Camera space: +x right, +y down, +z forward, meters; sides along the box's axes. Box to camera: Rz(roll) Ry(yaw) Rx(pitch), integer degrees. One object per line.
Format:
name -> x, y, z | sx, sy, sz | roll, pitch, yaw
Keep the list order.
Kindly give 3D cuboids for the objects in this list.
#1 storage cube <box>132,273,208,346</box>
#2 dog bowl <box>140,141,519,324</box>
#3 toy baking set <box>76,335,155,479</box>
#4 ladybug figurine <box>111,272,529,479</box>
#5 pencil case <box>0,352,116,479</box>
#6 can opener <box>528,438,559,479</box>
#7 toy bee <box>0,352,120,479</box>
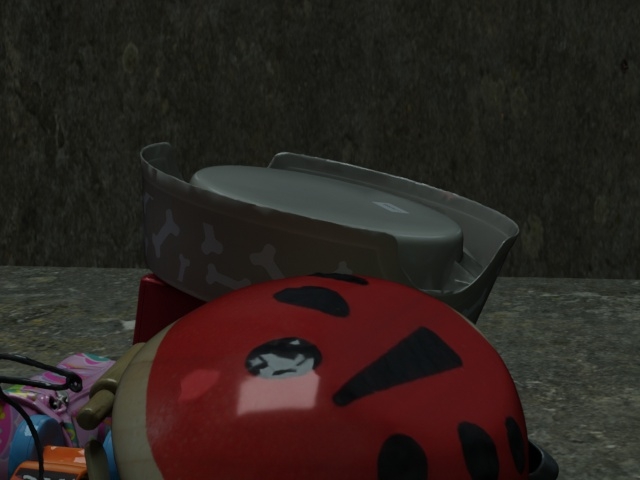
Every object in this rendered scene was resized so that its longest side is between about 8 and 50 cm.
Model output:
storage cube -> -0.053, 0.135, 1.805 | 0.193, 0.215, 0.183 | 10, 8, 24
dog bowl -> 0.000, 0.000, 1.734 | 0.348, 0.102, 0.349 | 12, 11, -2
toy baking set -> -0.112, 0.177, 1.374 | 0.030, 0.197, 0.256 | -20, 6, 19
ladybug figurine -> 0.022, 0.140, 1.353 | 0.305, 0.162, 0.449 | 42, 19, 8
pencil case -> -0.241, 0.176, 1.767 | 0.124, 0.124, 0.284 | 1, 3, 9
can opener -> 0.125, 0.203, 1.912 | 0.095, 0.076, 0.283 | 34, -13, -28
toy bee -> -0.204, 0.208, 1.457 | 0.195, 0.162, 0.298 | -3, -23, 35
